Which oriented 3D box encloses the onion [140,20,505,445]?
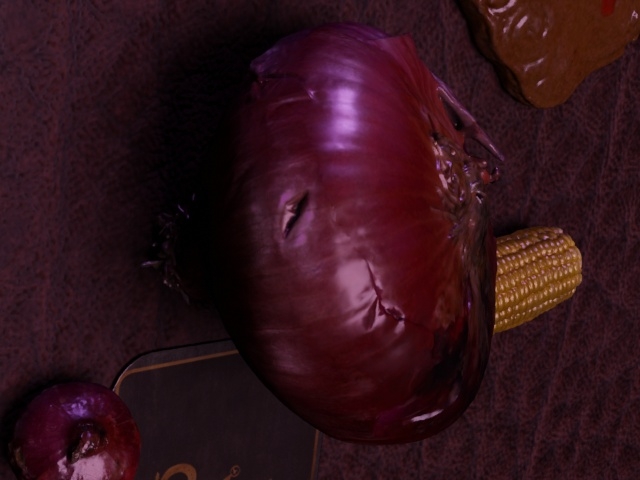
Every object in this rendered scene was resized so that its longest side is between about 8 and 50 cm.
[{"bbox_3d":[0.000,0.000,1.284,0.347,0.286,0.347,-9,90,-71],"label":"onion"}]

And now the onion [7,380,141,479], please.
[{"bbox_3d":[-0.195,0.165,1.275,0.107,0.097,0.107,3,83,-22],"label":"onion"}]

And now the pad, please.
[{"bbox_3d":[-0.109,0.274,1.415,0.315,0.063,0.375,-8,112,-37],"label":"pad"}]

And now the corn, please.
[{"bbox_3d":[0.145,0.048,1.513,0.244,0.093,0.093,-19,119,-34],"label":"corn"}]

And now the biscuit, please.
[{"bbox_3d":[0.233,-0.273,1.485,0.257,0.049,0.273,-40,127,-20],"label":"biscuit"}]
